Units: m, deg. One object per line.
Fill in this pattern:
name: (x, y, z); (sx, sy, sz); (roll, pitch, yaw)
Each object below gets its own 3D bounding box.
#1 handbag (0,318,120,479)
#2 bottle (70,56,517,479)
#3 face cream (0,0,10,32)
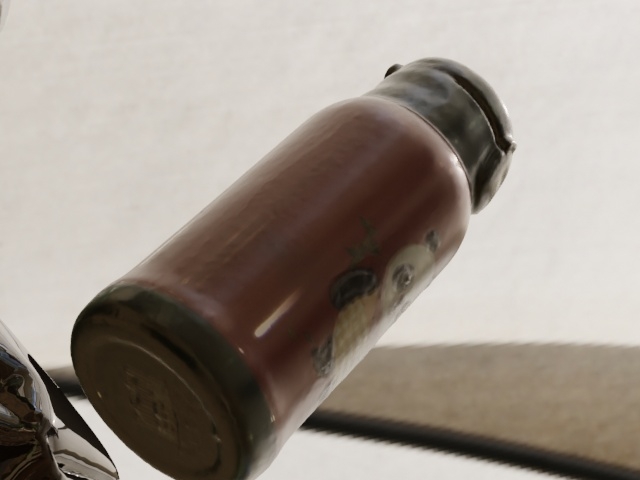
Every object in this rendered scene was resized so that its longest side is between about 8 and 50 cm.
handbag: (-0.267, 0.110, 0.717); (0.257, 0.285, 0.113); (47, -6, 15)
bottle: (0.000, 0.000, 1.029); (0.144, 0.336, 0.144); (27, -38, 24)
face cream: (-0.236, -0.157, 0.930); (0.104, 0.117, 0.117); (83, -12, -69)
